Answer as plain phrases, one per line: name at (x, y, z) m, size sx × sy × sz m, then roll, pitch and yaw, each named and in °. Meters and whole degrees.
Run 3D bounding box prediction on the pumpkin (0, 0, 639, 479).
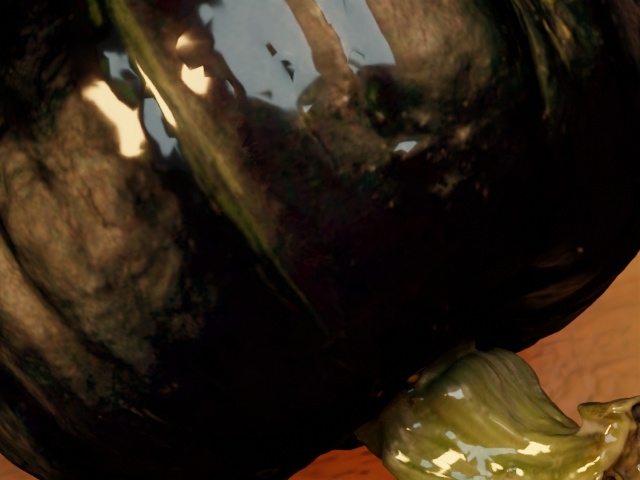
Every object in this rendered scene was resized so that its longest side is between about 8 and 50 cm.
pumpkin at (0.000, 0.000, 0.598) m, size 0.296 × 0.296 × 0.295 m, roll 2°, pitch 66°, yaw -4°
